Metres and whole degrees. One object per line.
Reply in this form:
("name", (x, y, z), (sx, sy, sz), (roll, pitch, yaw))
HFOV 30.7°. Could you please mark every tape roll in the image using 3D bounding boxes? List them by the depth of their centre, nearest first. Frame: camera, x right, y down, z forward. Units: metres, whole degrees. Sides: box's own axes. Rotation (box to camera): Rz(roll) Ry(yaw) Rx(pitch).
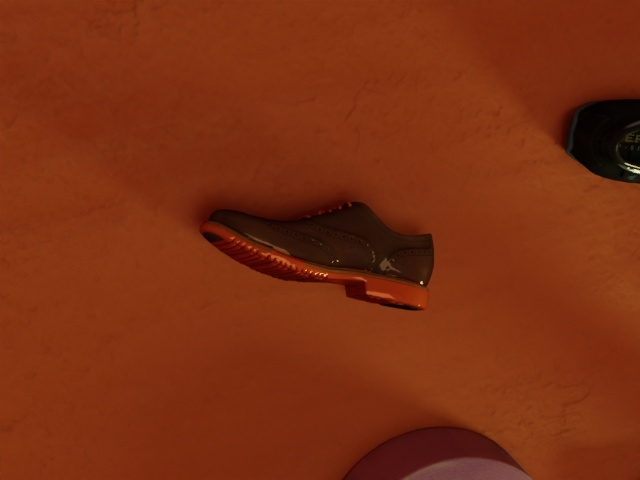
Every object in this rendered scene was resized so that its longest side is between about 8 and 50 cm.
("tape roll", (0.143, 0.368, 1.402), (0.274, 0.090, 0.275), (-4, 106, -14))

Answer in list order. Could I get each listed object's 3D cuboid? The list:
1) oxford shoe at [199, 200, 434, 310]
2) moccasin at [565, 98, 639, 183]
("oxford shoe", (0.000, 0.000, 1.267), (0.271, 0.097, 0.098), (17, 81, -24))
("moccasin", (0.453, -0.095, 1.339), (0.342, 0.117, 0.138), (-5, 107, -14))
